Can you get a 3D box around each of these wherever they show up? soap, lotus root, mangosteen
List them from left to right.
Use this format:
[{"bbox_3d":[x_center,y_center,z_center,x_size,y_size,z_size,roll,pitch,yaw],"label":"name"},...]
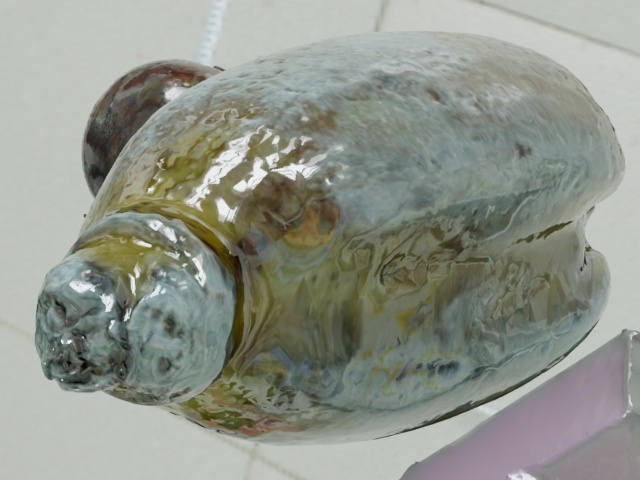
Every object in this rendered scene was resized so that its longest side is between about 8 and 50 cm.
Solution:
[{"bbox_3d":[-0.154,-0.043,1.537,0.231,0.231,0.289,32,94,22],"label":"mangosteen"},{"bbox_3d":[0.000,0.000,0.575,0.140,0.322,0.158,21,111,37],"label":"lotus root"},{"bbox_3d":[0.248,0.235,1.233,0.285,0.107,0.296,35,130,-16],"label":"soap"}]
